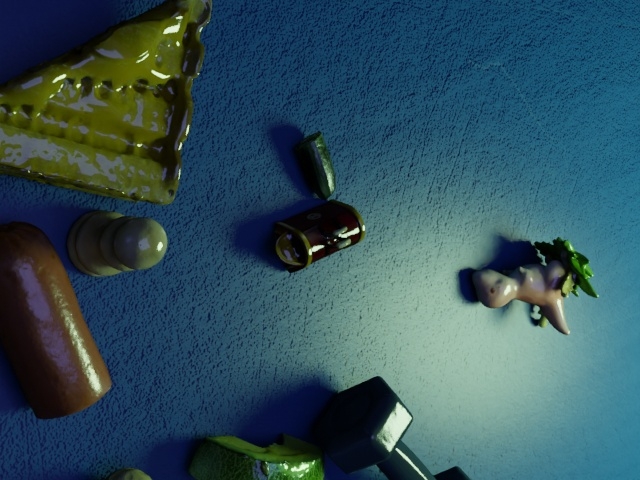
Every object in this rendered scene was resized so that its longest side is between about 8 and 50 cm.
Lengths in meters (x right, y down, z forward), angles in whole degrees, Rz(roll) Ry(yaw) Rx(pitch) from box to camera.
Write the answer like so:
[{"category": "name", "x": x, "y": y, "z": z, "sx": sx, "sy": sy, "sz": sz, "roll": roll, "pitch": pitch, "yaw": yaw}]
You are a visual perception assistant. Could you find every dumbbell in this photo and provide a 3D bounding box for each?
[{"category": "dumbbell", "x": 0.137, "y": 0.366, "z": 1.700, "sx": 0.316, "sy": 0.143, "sz": 0.156, "roll": 49, "pitch": 59, "yaw": -24}]

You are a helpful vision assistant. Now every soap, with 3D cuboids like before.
[{"category": "soap", "x": -0.330, "y": -0.222, "z": 1.370, "sx": 0.338, "sy": 0.169, "sz": 0.304, "roll": 12, "pitch": 84, "yaw": -35}]

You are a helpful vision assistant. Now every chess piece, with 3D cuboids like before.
[{"category": "chess piece", "x": -0.261, "y": 0.007, "z": 1.416, "sx": 0.094, "sy": 0.170, "sz": 0.094, "roll": -2, "pitch": 94, "yaw": -35}]

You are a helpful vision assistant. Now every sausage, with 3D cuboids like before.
[{"category": "sausage", "x": -0.365, "y": 0.101, "z": 1.387, "sx": 0.113, "sy": 0.113, "sz": 0.259, "roll": -29, "pitch": 107, "yaw": -30}]

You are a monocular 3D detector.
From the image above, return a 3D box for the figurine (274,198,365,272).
[{"category": "figurine", "x": -0.001, "y": -0.001, "z": 1.634, "sx": 0.154, "sy": 0.098, "sz": 0.082, "roll": -25, "pitch": 108, "yaw": -34}]

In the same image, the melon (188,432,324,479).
[{"category": "melon", "x": -0.078, "y": 0.330, "z": 1.583, "sx": 0.209, "sy": 0.118, "sz": 0.064, "roll": 5, "pitch": 103, "yaw": -46}]

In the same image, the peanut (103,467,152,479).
[{"category": "peanut", "x": -0.261, "y": 0.448, "z": 1.465, "sx": 0.125, "sy": 0.111, "sz": 0.275, "roll": 7, "pitch": 90, "yaw": -49}]

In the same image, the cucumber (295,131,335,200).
[{"category": "cucumber", "x": -0.002, "y": -0.111, "z": 1.659, "sx": 0.048, "sy": 0.048, "sz": 0.105, "roll": -29, "pitch": 107, "yaw": -30}]

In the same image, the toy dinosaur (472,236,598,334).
[{"category": "toy dinosaur", "x": 0.379, "y": 0.085, "z": 1.866, "sx": 0.177, "sy": 0.152, "sz": 0.194, "roll": -45, "pitch": 107, "yaw": -16}]
